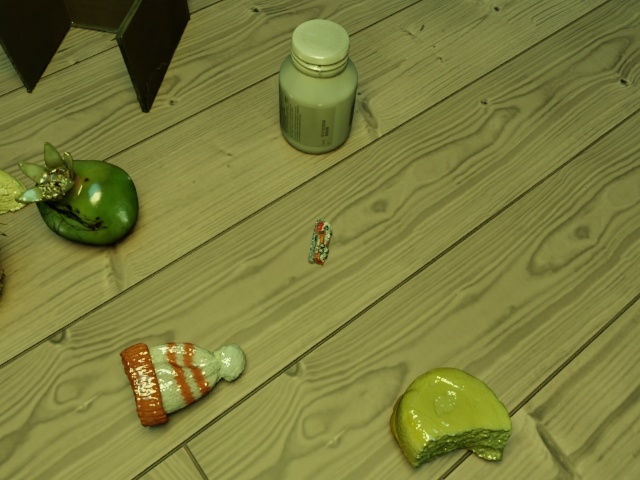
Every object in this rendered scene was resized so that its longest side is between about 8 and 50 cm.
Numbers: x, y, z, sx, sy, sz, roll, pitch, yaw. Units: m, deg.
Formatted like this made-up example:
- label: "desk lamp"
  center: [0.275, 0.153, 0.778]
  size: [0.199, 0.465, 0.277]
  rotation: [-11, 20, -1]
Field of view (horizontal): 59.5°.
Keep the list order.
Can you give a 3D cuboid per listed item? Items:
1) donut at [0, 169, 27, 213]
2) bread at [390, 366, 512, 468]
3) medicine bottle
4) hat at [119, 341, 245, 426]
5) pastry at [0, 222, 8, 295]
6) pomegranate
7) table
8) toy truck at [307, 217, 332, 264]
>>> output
- label: "donut"
  center: [-0.574, -0.070, 0.906]
  size: [0.166, 0.065, 0.108]
  rotation: [-36, 67, -21]
- label: "bread"
  center: [0.174, 0.236, 0.763]
  size: [0.156, 0.086, 0.125]
  rotation: [-2, 50, -9]
- label: "medicine bottle"
  center: [-0.005, -0.262, 0.963]
  size: [0.135, 0.215, 0.135]
  rotation: [1, 59, -2]
- label: "hat"
  center: [-0.181, 0.181, 0.773]
  size: [0.162, 0.093, 0.112]
  rotation: [-16, 73, -18]
- label: "pastry"
  center: [-0.556, 0.037, 0.740]
  size: [0.193, 0.275, 0.275]
  rotation: [7, 56, 31]
- label: "pomegranate"
  center: [-0.365, -0.067, 0.848]
  size: [0.152, 0.191, 0.131]
  rotation: [4, 77, 1]
- label: "table"
  center: [-0.415, -0.425, 1.047]
  size: [0.250, 0.196, 0.282]
  rotation: [11, 60, 2]
- label: "toy truck"
  center: [0.000, 0.000, 0.922]
  size: [0.032, 0.024, 0.083]
  rotation: [-4, 59, 29]
